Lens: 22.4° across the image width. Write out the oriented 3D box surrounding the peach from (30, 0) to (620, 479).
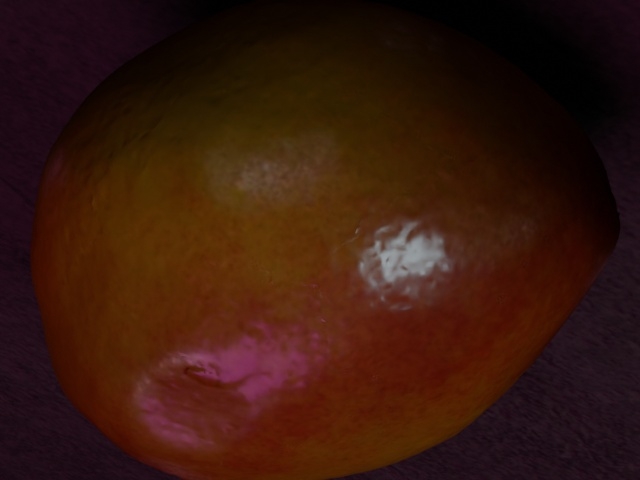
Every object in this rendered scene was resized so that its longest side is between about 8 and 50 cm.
[{"bbox_3d":[-0.002,0.002,0.917,0.308,0.289,0.289,11,153,33],"label":"peach"}]
